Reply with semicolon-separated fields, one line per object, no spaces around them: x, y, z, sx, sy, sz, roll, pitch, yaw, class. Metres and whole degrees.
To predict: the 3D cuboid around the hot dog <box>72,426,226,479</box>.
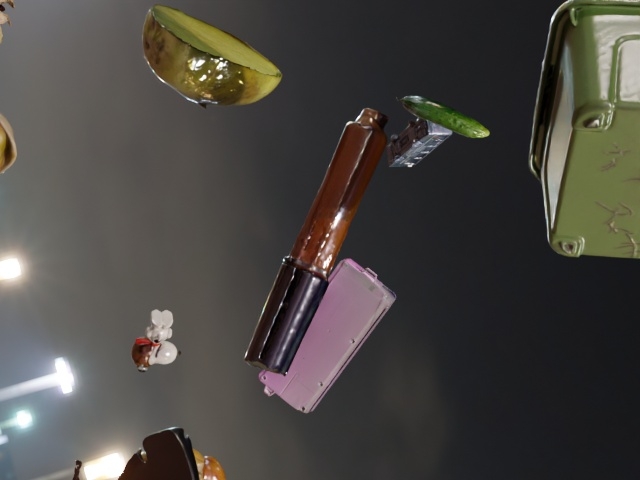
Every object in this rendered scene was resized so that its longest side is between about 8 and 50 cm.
-0.209;0.344;1.795;0.326;0.107;0.194;-30;-107;42;hot dog

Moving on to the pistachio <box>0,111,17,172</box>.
-0.572;-0.171;2.337;0.215;0.144;0.144;15;-59;51;pistachio

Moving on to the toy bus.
0.172;-0.176;2.531;0.166;0.065;0.047;140;-55;-63;toy bus

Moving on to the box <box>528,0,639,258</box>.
0.379;-0.119;1.683;0.329;0.252;0.178;88;9;-51;box

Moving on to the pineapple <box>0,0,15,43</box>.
-0.492;-0.241;1.456;0.300;0.352;0.352;-100;179;-76;pineapple

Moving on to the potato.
-0.189;-0.278;2.302;0.160;0.271;0.111;45;-69;37;potato

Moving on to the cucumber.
0.198;-0.206;2.352;0.168;0.039;0.039;25;-35;12;cucumber

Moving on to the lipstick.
0.000;0.000;2.115;0.418;0.077;0.077;-66;-164;-6;lipstick

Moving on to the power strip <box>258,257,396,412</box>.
0.010;0.159;2.375;0.109;0.279;0.037;38;14;8;power strip

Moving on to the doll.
-0.197;0.120;1.688;0.085;0.058;0.040;83;-3;-51;doll
